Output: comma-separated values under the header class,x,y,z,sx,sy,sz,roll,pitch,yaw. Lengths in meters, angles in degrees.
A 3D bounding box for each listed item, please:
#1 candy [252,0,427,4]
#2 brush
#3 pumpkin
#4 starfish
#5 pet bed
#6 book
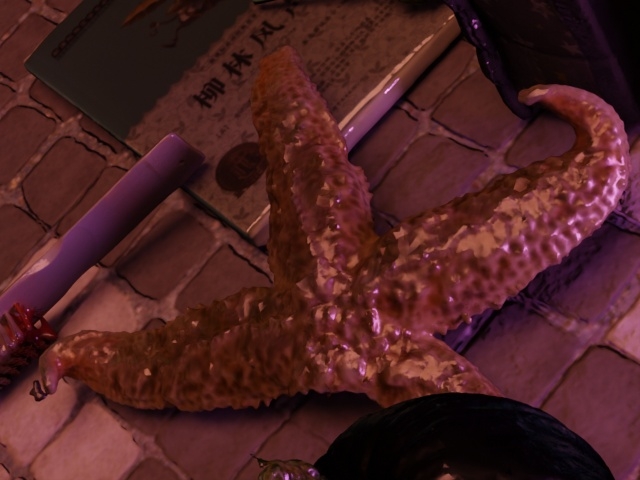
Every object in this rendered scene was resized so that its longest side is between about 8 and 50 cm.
class,x,y,z,sx,sy,sz,roll,pitch,yaw
candy,0.021,-0.215,1.338,0.194,0.058,0.062,-7,60,35
brush,-0.214,0.040,1.305,0.321,0.060,0.050,-44,59,6
pumpkin,0.049,0.188,0.930,0.248,0.248,0.248,-16,52,21
starfish,0.000,0.000,1.182,0.432,0.082,0.323,7,76,34
pet bed,0.165,-0.207,1.168,0.159,0.211,0.183,12,69,34
book,-0.078,-0.172,1.411,0.264,0.031,0.379,-48,48,-8
